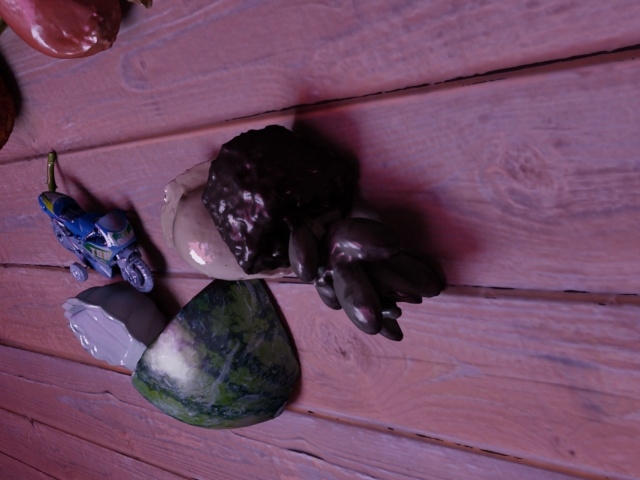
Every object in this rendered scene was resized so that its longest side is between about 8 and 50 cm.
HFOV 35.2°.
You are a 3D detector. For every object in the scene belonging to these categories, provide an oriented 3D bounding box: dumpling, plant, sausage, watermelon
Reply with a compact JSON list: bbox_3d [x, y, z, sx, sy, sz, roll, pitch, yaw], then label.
[{"bbox_3d":[-0.112,-0.029,1.261,0.111,0.181,0.155,-112,30,-79],"label":"dumpling"},{"bbox_3d":[-0.002,0.000,1.088,0.274,0.146,0.149,41,142,21],"label":"plant"},{"bbox_3d":[-0.357,-0.336,1.260,0.254,0.148,0.148,59,148,-5],"label":"sausage"},{"bbox_3d":[-0.149,0.165,1.452,0.224,0.180,0.305,11,143,-13],"label":"watermelon"}]

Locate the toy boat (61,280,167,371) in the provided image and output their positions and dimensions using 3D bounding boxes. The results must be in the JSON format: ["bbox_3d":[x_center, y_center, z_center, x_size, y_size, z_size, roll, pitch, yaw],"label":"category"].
[{"bbox_3d":[-0.331,0.142,1.671,0.199,0.100,0.290,48,153,-15],"label":"toy boat"}]

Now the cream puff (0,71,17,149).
[{"bbox_3d":[-0.610,-0.229,1.657,0.240,0.164,0.240,13,121,22],"label":"cream puff"}]

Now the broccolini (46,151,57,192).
[{"bbox_3d":[-0.433,-0.054,1.697,0.054,0.052,0.194,14,129,42],"label":"broccolini"}]

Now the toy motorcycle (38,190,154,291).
[{"bbox_3d":[-0.358,-0.007,1.601,0.254,0.092,0.135,23,136,35],"label":"toy motorcycle"}]

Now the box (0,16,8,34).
[{"bbox_3d":[-0.578,-0.312,1.485,0.159,0.071,0.240,44,112,-12],"label":"box"}]

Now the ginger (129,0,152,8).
[{"bbox_3d":[-0.271,-0.376,1.186,0.214,0.059,0.133,42,141,18],"label":"ginger"}]
